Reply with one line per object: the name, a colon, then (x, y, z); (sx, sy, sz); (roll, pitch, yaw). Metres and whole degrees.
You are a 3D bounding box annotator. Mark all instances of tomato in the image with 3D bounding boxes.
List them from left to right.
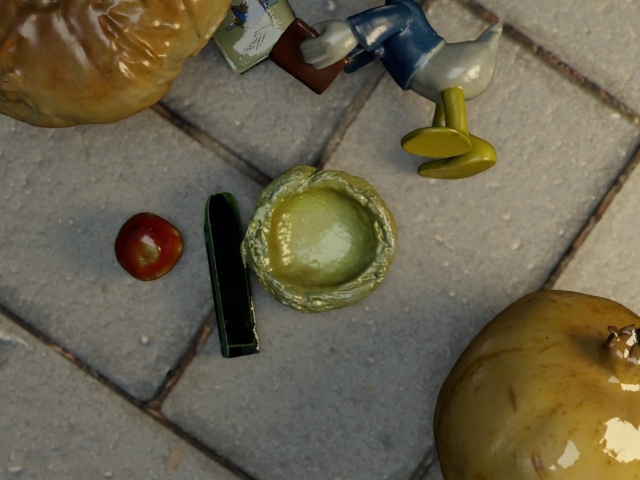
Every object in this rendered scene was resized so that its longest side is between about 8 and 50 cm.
tomato: (-0.219, 0.009, 1.695); (0.087, 0.075, 0.087); (0, 96, 1)

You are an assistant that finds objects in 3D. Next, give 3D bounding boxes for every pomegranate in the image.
pomegranate: (0.299, 0.215, 1.559); (0.342, 0.342, 0.343); (0, 92, 1)

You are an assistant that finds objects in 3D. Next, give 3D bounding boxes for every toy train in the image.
toy train: (-0.118, 0.043, 1.710); (0.044, 0.042, 0.209); (-8, 91, -22)

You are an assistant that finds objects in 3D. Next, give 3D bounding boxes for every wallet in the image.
wallet: (-0.103, -0.299, 1.700); (0.110, 0.039, 0.155); (-31, 90, 1)

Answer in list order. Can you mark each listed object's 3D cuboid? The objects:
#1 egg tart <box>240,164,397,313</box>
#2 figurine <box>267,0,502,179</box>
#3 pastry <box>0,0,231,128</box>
egg tart: (0.000, 0.000, 1.689); (0.197, 0.078, 0.197); (0, 94, 0)
figurine: (0.080, -0.261, 1.656); (0.283, 0.204, 0.339); (1, 79, 3)
pastry: (-0.290, -0.330, 1.595); (0.409, 0.245, 0.410); (0, 92, 8)
